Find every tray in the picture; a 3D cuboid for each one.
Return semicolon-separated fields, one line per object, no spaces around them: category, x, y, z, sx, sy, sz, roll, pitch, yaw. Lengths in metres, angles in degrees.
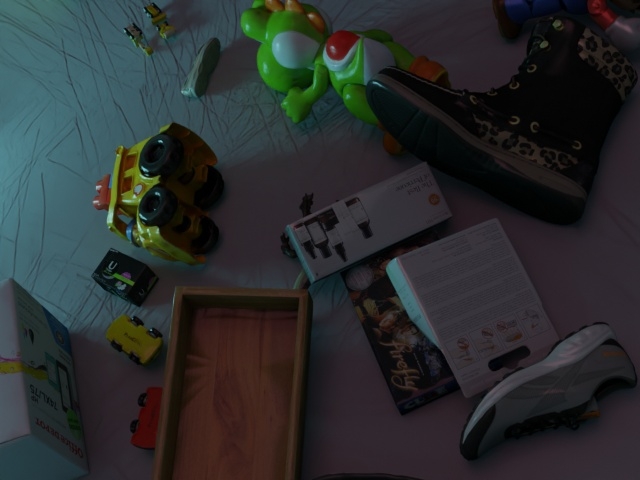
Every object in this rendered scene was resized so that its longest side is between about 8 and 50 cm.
tray;-0.126;0.272;1.564;0.203;0.076;0.411;1;67;8

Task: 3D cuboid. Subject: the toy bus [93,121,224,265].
toy bus;-0.288;-0.061;1.817;0.211;0.149;0.220;-13;60;26

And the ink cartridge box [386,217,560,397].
ink cartridge box;0.224;0.098;1.567;0.181;0.056;0.224;-21;77;-20

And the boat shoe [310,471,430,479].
boat shoe;0.131;0.373;1.450;0.335;0.095;0.112;3;62;19

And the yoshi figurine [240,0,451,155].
yoshi figurine;0.027;-0.285;1.849;0.362;0.203;0.203;32;115;16

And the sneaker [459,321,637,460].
sneaker;0.308;0.221;1.482;0.271;0.100;0.108;-33;62;-3

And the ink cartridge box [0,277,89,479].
ink cartridge box;-0.500;0.241;1.668;0.197;0.198;0.270;-20;58;5

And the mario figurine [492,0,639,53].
mario figurine;0.458;-0.400;1.800;0.320;0.170;0.198;-3;96;28

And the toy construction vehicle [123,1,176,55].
toy construction vehicle;-0.325;-0.401;2.082;0.086;0.035;0.098;-36;59;-17

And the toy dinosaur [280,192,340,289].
toy dinosaur;0.000;0.000;1.730;0.118;0.064;0.268;34;79;24

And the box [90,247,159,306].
box;-0.323;0.061;1.801;0.083;0.052;0.062;22;70;28

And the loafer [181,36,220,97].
loafer;-0.221;-0.319;1.994;0.039;0.045;0.125;6;66;28

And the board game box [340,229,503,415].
board game box;0.147;0.118;1.623;0.165;0.042;0.243;-25;57;2

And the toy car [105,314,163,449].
toy car;-0.206;0.192;1.689;0.225;0.053;0.239;-24;58;3

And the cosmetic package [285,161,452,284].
cosmetic package;0.075;-0.027;1.676;0.239;0.060;0.099;-25;87;-9

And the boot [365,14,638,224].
boot;0.288;-0.226;1.682;0.377;0.138;0.284;30;70;8
